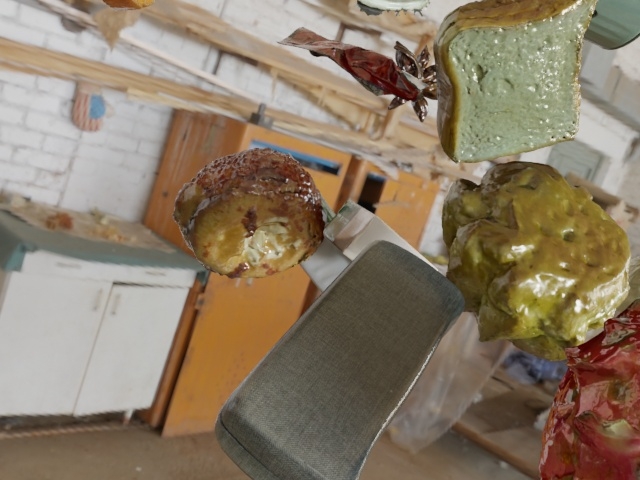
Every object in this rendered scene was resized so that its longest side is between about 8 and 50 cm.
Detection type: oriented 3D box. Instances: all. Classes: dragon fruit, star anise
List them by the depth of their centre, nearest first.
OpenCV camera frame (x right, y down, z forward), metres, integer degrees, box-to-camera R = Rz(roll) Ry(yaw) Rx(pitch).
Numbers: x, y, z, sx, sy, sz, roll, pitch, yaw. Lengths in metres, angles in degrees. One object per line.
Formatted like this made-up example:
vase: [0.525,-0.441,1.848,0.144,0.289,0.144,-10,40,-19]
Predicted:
dragon fruit: [0.263,0.178,0.578,0.210,0.268,0.205,29,37,26]
star anise: [0.187,-0.314,1.495,0.168,0.167,0.057,16,-6,-20]

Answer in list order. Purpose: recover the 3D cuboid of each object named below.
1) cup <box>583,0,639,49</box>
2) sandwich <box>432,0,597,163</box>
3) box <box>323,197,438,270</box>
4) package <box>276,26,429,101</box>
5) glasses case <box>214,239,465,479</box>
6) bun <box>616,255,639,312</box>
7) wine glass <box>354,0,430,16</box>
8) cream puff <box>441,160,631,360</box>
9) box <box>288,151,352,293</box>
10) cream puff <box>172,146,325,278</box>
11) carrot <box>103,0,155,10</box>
cup: [0.439,-0.559,1.291,0.392,0.310,0.401,16,-30,-12]
sandwich: [0.280,-0.237,1.103,0.226,0.251,0.087,-11,44,2]
box: [0.088,0.014,1.205,0.135,0.081,0.199,40,3,-15]
package: [0.066,-0.321,1.354,0.269,0.071,0.194,30,17,2]
glasses case: [0.033,0.113,0.731,0.131,0.074,0.323,34,39,10]
bun: [0.547,0.076,1.229,0.183,0.102,0.183,15,12,-3]
wine glass: [0.115,-0.461,0.892,0.191,0.357,0.190,12,44,-12]
cream puff: [0.250,0.023,0.905,0.244,0.196,0.244,-1,34,0]
box: [0.000,0.000,1.498,0.264,0.106,0.336,53,5,-33]
cream puff: [-0.112,-0.046,1.198,0.240,0.240,0.164,13,45,-36]
carrot: [-0.359,-0.516,1.270,0.100,0.258,0.307,-15,48,10]
